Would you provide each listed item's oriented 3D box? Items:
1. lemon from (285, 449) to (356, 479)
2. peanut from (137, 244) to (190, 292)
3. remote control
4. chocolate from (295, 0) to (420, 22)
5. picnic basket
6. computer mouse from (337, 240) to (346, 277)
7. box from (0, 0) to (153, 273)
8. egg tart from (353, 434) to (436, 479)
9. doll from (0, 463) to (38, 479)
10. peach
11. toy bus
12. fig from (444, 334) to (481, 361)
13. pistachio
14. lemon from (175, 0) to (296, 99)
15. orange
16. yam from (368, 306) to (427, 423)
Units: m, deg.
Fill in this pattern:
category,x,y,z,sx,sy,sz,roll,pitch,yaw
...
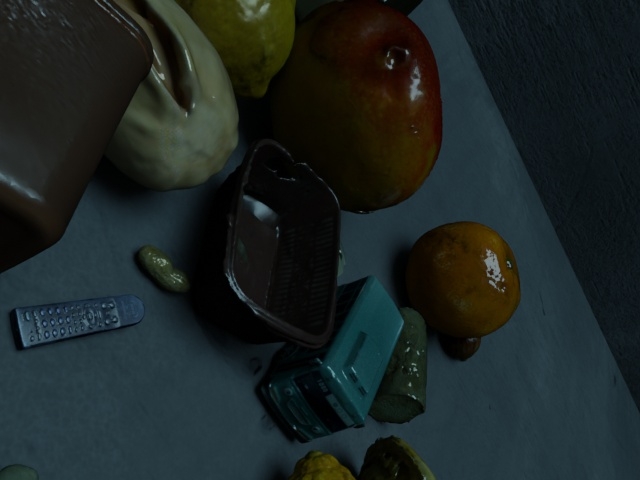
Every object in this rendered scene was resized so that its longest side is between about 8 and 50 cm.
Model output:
category,x,y,z,sx,sy,sz,roll,pitch,yaw
lemon,0.004,0.374,0.792,0.142,0.142,0.187,13,59,-52
peanut,-0.204,0.039,0.781,0.083,0.037,0.037,46,39,-27
remote control,-0.266,0.088,0.673,0.152,0.027,0.044,-3,80,-54
chocolate,0.053,-0.570,1.292,0.297,0.326,0.314,50,36,2
picnic basket,-0.085,0.016,0.880,0.222,0.129,0.297,38,43,-36
computer mouse,0.000,0.000,1.081,0.182,0.056,0.089,50,42,-27
box,-0.353,-0.142,0.488,0.339,0.239,0.229,40,45,-37
egg tart,0.103,0.410,0.874,0.105,0.241,0.241,-4,73,-26
doll,-0.238,0.311,0.493,0.258,0.154,0.228,46,35,-41
peach,0.059,-0.231,1.035,0.372,0.289,0.373,176,-90,-89
toy bus,0.030,0.177,0.939,0.128,0.147,0.256,56,34,-15
fig,0.336,0.251,1.413,0.089,0.088,0.125,-57,142,-52
pistachio,-0.228,-0.211,0.749,0.193,0.214,0.318,-33,89,-30
lemon,-0.157,-0.342,0.889,0.288,0.233,0.233,60,34,-19
orange,0.312,0.086,1.319,0.261,0.261,0.261,32,48,-43
yam,0.145,0.227,1.112,0.107,0.107,0.194,45,39,-32
